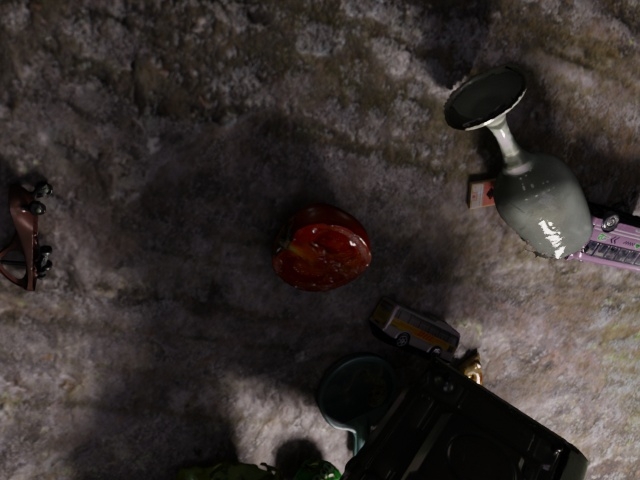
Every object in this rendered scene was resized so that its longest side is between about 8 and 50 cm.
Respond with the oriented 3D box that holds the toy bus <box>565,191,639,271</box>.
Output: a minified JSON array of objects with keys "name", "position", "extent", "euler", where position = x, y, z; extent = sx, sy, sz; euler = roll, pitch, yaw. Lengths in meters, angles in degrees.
[{"name":"toy bus","position":[0.503,-0.011,1.267],"extent":[0.199,0.096,0.108],"euler":[10,115,-29]}]

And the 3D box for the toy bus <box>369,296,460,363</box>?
[{"name":"toy bus","position":[0.164,0.156,1.230],"extent":[0.172,0.057,0.072],"euler":[25,96,-31]}]

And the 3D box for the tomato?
[{"name":"tomato","position":[0.000,0.000,1.068],"extent":[0.139,0.091,0.159],"euler":[21,132,-20]}]

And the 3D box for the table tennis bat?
[{"name":"table tennis bat","position":[0.069,0.304,1.277],"extent":[0.149,0.038,0.237],"euler":[-13,116,-17]}]

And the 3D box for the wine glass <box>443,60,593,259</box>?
[{"name":"wine glass","position":[0.314,-0.110,1.102],"extent":[0.143,0.143,0.321],"euler":[-39,119,-1]}]

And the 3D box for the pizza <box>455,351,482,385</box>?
[{"name":"pizza","position":[0.273,0.295,1.355],"extent":[0.184,0.036,0.176],"euler":[26,102,-31]}]

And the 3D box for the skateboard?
[{"name":"skateboard","position":[-0.390,-0.001,0.924],"extent":[0.080,0.067,0.151],"euler":[3,117,-14]}]

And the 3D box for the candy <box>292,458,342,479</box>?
[{"name":"candy","position":[-0.037,0.535,1.329],"extent":[0.097,0.097,0.323],"euler":[4,120,-24]}]

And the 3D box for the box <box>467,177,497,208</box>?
[{"name":"box","position":[0.283,-0.080,1.188],"extent":[0.083,0.012,0.046],"euler":[-11,118,-19]}]

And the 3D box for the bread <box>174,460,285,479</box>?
[{"name":"bread","position":[-0.124,0.548,1.208],"extent":[0.251,0.208,0.376],"euler":[-13,118,5]}]

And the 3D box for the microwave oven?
[{"name":"microwave oven","position":[0.192,0.418,1.092],"extent":[0.394,0.333,0.247],"euler":[-41,160,-50]}]
